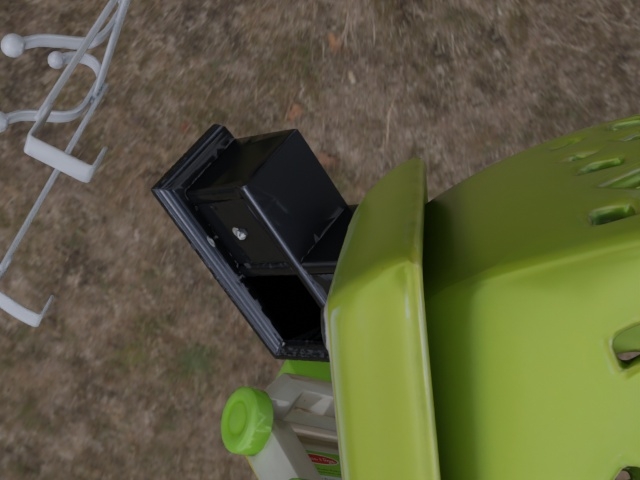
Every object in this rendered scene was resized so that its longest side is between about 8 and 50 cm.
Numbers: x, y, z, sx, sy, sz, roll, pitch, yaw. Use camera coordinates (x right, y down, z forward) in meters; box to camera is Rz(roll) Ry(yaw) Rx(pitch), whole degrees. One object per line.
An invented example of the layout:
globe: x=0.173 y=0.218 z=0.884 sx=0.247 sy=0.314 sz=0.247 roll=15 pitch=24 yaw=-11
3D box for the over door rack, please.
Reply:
over door rack: x=-0.238 y=-0.128 z=1.025 sx=0.108 sy=0.324 sz=0.239 roll=16 pitch=142 yaw=-14

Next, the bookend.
bookend: x=0.000 y=0.000 z=0.744 sx=0.157 sy=0.072 sz=0.156 roll=-3 pitch=129 yaw=47

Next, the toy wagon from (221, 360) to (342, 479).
toy wagon: x=0.042 y=0.191 z=1.006 sx=0.267 sy=0.344 sz=0.068 roll=17 pitch=110 yaw=-33

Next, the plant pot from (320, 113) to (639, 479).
plant pot: x=0.115 y=0.070 z=0.493 sx=0.207 sy=0.227 sz=0.228 roll=-5 pitch=104 yaw=6
